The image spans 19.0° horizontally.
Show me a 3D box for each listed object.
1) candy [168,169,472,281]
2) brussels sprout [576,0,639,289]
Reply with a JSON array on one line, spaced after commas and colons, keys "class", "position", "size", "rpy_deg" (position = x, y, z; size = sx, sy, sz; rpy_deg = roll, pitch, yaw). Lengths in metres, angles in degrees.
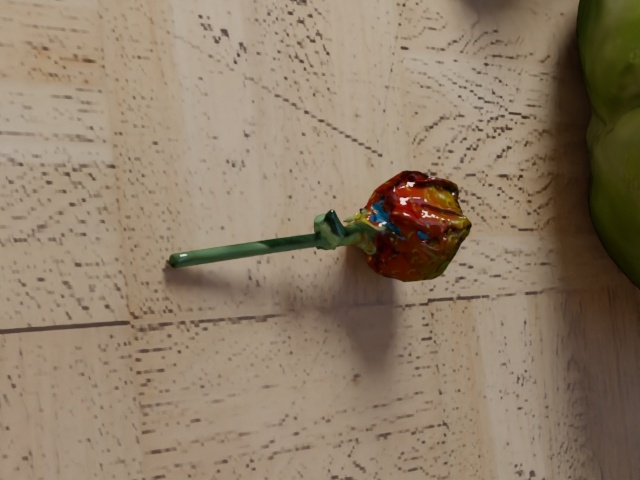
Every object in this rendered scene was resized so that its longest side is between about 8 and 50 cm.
[{"class": "candy", "position": [0.000, 0.000, 0.971], "size": [0.201, 0.060, 0.060], "rpy_deg": [-8, 89, -46]}, {"class": "brussels sprout", "position": [0.290, -0.068, 1.222], "size": [0.316, 0.242, 0.274], "rpy_deg": [34, 33, -41]}]
